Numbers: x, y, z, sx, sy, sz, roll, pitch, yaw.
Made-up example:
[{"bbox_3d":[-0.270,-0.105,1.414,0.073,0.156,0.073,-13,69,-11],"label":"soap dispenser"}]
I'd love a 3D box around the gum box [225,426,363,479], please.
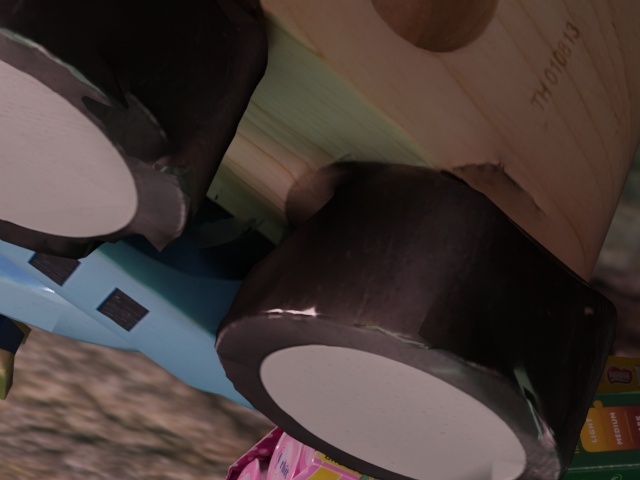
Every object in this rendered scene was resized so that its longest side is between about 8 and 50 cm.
[{"bbox_3d":[0.016,0.157,0.934,0.107,0.062,0.188,24,146,-13],"label":"gum box"}]

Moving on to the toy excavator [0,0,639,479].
[{"bbox_3d":[-0.152,-0.093,0.524,0.433,0.222,0.445,38,150,-29],"label":"toy excavator"}]

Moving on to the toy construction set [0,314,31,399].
[{"bbox_3d":[-0.284,-0.025,0.727,0.328,0.151,0.215,14,149,-17],"label":"toy construction set"}]

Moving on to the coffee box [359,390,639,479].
[{"bbox_3d":[0.119,0.107,0.715,0.184,0.040,0.113,-3,155,-12],"label":"coffee box"}]

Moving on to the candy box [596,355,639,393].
[{"bbox_3d":[0.116,0.084,0.750,0.206,0.027,0.105,6,152,-28],"label":"candy box"}]
